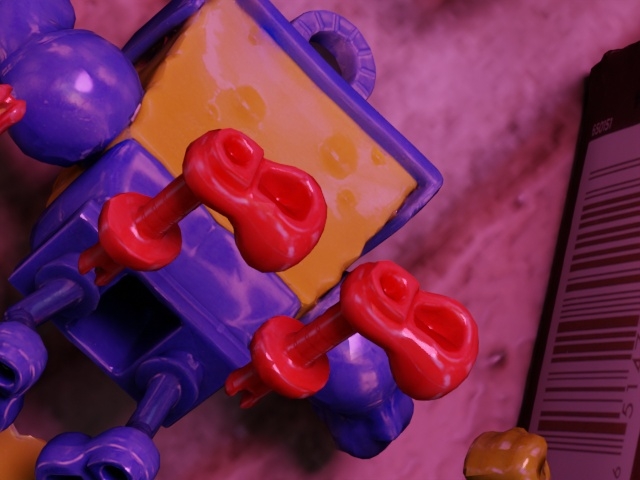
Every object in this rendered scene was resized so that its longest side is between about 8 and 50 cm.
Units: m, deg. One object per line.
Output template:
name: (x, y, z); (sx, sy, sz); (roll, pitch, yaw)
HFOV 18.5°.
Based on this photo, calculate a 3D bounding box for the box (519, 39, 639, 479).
box: (0.271, 0.066, 0.687); (0.381, 0.143, 0.191); (14, 83, -14)

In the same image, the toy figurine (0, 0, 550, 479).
toy figurine: (0.000, 0.000, 0.606); (0.362, 0.191, 0.217); (43, 42, -10)
